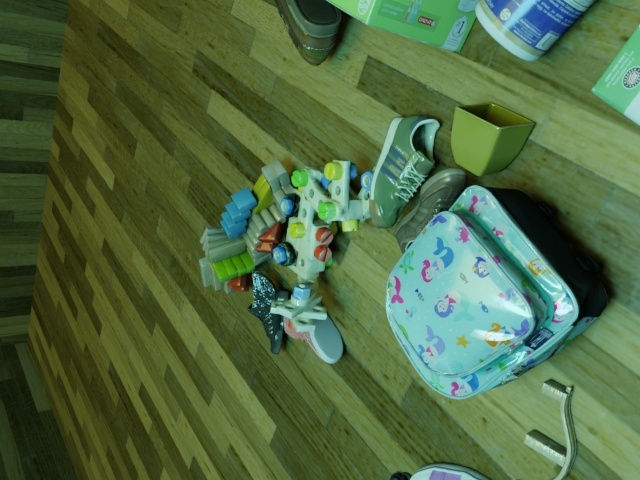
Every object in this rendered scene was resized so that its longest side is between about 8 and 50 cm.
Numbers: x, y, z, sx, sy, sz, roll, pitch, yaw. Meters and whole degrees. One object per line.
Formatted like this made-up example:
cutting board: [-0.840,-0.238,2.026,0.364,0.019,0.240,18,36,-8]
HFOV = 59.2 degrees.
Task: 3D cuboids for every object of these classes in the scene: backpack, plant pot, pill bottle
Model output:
backpack: [0.201,0.081,0.742,0.225,0.191,0.254,59,135,26]
plant pot: [0.233,-0.139,0.795,0.081,0.081,0.083,42,132,40]
pill bottle: [0.291,-0.326,0.687,0.187,0.111,0.112,-49,57,39]

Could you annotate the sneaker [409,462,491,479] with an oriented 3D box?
sneaker: [0.204,0.411,0.801,0.282,0.161,0.102,3,96,51]

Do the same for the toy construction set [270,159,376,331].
toy construction set: [0.000,0.000,1.035,0.215,0.151,0.328,31,105,47]

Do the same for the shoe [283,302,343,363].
shoe: [-0.018,0.184,1.126,0.081,0.063,0.178,-59,46,35]

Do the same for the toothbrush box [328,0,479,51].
toothbrush box: [0.155,-0.430,0.768,0.122,0.206,0.283,49,128,37]

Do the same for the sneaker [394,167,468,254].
sneaker: [0.176,-0.032,0.862,0.188,0.066,0.071,118,145,-54]

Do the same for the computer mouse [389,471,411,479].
computer mouse: [0.159,0.545,0.938,0.262,0.060,0.184,49,126,37]

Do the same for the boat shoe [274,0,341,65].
boat shoe: [-0.046,-0.466,1.075,0.104,0.110,0.308,108,153,-57]

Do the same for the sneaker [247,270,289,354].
sneaker: [-0.117,0.156,1.213,0.051,0.089,0.170,-89,8,-82]

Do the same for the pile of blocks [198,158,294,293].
pile of blocks: [-0.157,0.001,1.207,0.113,0.148,0.362,55,130,32]

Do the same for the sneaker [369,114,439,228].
sneaker: [0.137,-0.113,0.891,0.086,0.064,0.192,2,74,47]

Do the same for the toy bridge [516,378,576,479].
toy bridge: [0.312,0.282,0.768,0.063,0.026,0.188,26,112,43]

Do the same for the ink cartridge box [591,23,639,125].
ink cartridge box: [0.418,-0.156,0.563,0.212,0.093,0.154,54,131,35]
